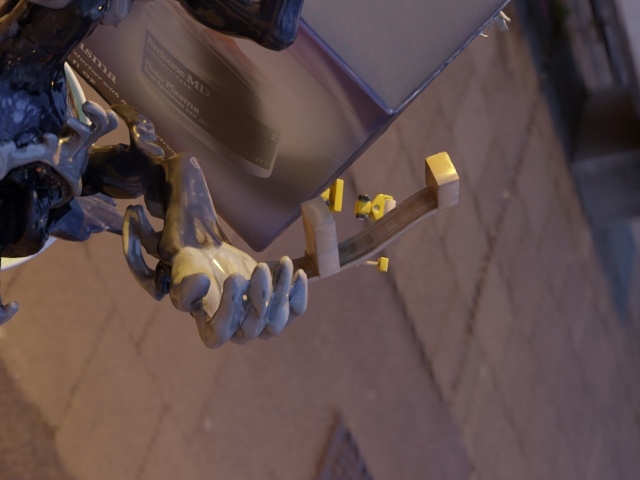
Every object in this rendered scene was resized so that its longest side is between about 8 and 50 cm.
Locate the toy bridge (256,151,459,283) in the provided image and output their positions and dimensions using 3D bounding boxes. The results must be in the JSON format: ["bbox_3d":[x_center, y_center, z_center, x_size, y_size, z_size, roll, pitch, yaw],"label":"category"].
[{"bbox_3d":[0.000,0.000,1.062,0.063,0.188,0.026,83,-17,-57],"label":"toy bridge"}]

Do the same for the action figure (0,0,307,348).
[{"bbox_3d":[-0.078,-0.044,0.513,0.164,0.275,0.141,18,37,-34],"label":"action figure"}]

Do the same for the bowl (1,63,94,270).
[{"bbox_3d":[-0.426,-0.101,1.838,0.311,0.163,0.311,6,77,-28],"label":"bowl"}]

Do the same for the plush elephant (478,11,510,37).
[{"bbox_3d":[0.110,-0.354,1.387,0.330,0.272,0.255,39,64,-54],"label":"plush elephant"}]

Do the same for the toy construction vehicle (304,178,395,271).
[{"bbox_3d":[0.020,-0.013,1.554,0.035,0.098,0.086,159,-64,-70],"label":"toy construction vehicle"}]

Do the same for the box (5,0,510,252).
[{"bbox_3d":[-0.053,-0.187,1.165,0.296,0.294,0.183,45,63,0],"label":"box"}]
